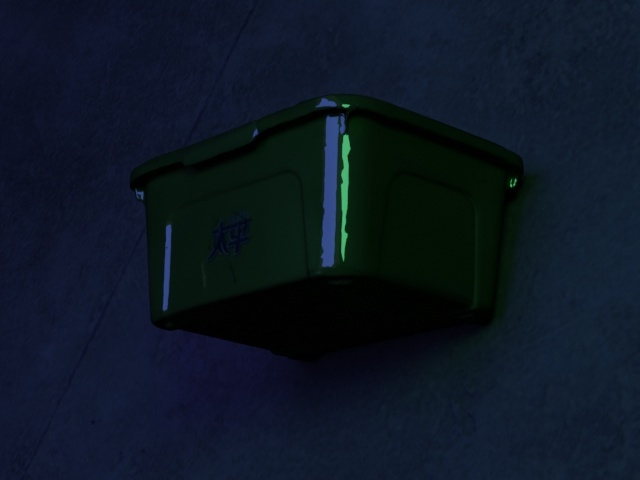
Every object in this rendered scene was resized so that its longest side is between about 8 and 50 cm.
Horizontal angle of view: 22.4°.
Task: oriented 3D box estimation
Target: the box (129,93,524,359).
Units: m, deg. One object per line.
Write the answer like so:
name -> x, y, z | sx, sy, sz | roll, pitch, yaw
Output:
box -> 0.000, 0.000, 1.486 | 0.328, 0.252, 0.178 | -14, 69, 47
